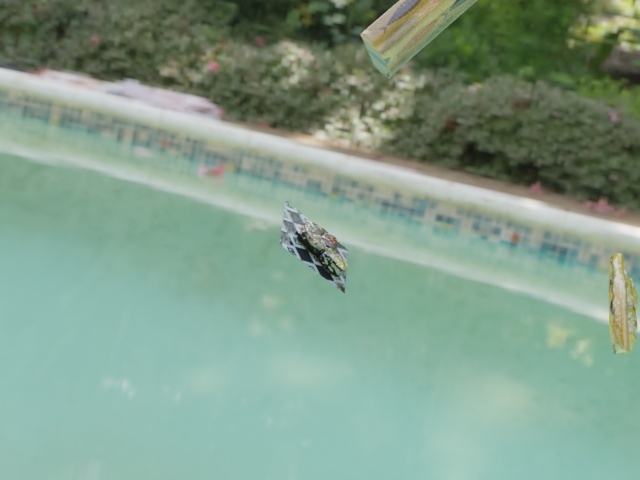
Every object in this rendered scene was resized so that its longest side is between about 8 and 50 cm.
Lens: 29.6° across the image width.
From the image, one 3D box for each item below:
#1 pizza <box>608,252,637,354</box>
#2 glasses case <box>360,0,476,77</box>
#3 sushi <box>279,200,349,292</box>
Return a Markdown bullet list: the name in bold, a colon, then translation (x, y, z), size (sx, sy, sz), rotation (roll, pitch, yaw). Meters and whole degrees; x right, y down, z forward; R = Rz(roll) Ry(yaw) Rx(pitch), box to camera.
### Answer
- **pizza**: translation (0.429, 0.098, 1.710), size (0.035, 0.160, 0.099), rotation (-6, -37, 20)
- **glasses case**: translation (0.123, -0.244, 1.273), size (0.041, 0.170, 0.064), rotation (46, -5, 28)
- **sushi**: translation (0.000, 0.000, 1.678), size (0.120, 0.026, 0.126), rotation (37, 25, -16)
